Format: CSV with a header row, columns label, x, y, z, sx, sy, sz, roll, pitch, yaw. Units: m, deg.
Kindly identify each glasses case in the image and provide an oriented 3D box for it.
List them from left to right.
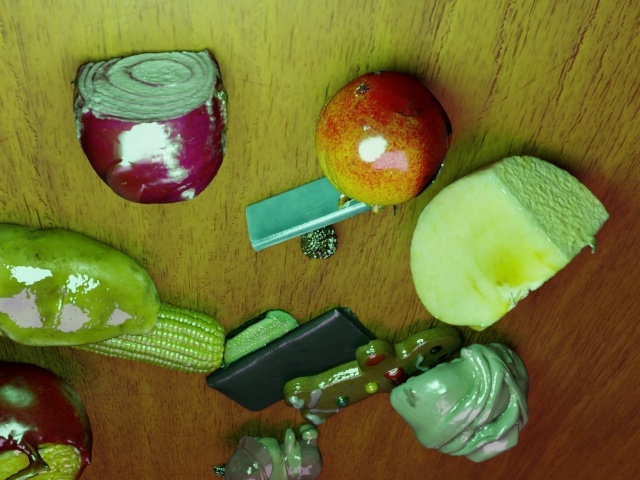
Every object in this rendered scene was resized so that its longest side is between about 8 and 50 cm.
label,x,y,z,sx,sy,sz,roll,pitch,yaw
glasses case,-0.001,-0.069,1.397,0.266,0.105,0.056,-20,120,11

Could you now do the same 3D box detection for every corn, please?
label,x,y,z,sx,sy,sz,roll,pitch,yaw
corn,-0.356,0.180,1.583,0.344,0.131,0.131,15,134,-25

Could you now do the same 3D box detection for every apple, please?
label,x,y,z,sx,sy,sz,roll,pitch,yaw
apple,0.327,0.018,1.444,0.313,0.252,0.309,14,146,-23

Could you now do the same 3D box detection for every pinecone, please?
label,x,y,z,sx,sy,sz,roll,pitch,yaw
pinecone,0.000,0.000,1.489,0.077,0.077,0.083,-32,152,25

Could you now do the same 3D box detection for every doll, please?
label,x,y,z,sx,sy,sz,roll,pitch,yaw
doll,-0.124,0.571,2.069,0.255,0.152,0.196,-10,110,-23

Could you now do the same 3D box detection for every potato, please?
label,x,y,z,sx,sy,sz,roll,pitch,yaw
potato,-0.463,0.086,1.410,0.368,0.196,0.176,11,148,-21

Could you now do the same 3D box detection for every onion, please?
label,x,y,z,sx,sy,sz,roll,pitch,yaw
onion,-0.236,-0.145,1.170,0.216,0.206,0.207,-7,140,-2

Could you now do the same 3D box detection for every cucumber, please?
label,x,y,z,sx,sy,sz,roll,pitch,yaw
cucumber,-0.153,0.203,1.717,0.220,0.046,0.070,-33,132,23

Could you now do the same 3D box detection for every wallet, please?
label,x,y,z,sx,sy,sz,roll,pitch,yaw
wallet,-0.059,0.273,1.808,0.377,0.051,0.197,-30,136,19

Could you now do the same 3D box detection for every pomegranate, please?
label,x,y,z,sx,sy,sz,roll,pitch,yaw
pomegranate,0.092,-0.145,1.234,0.210,0.210,0.235,3,129,-15

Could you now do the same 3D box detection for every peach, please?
label,x,y,z,sx,sy,sz,roll,pitch,yaw
peach,-0.687,0.404,1.632,0.405,0.310,0.335,-23,152,-6

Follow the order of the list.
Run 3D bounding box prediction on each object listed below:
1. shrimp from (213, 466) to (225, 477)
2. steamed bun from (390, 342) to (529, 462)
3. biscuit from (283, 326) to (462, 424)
label,x,y,z,sx,sy,sz,roll,pitch,yaw
shrimp,-0.219,0.648,2.226,0.160,0.034,0.091,0,139,-13
steamed bun,0.353,0.390,1.851,0.309,0.220,0.324,-30,152,8
biscuit,0.129,0.314,1.843,0.431,0.064,0.283,-23,149,7
